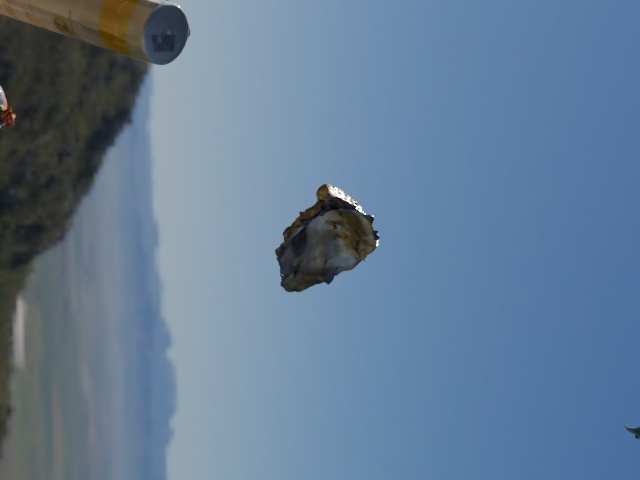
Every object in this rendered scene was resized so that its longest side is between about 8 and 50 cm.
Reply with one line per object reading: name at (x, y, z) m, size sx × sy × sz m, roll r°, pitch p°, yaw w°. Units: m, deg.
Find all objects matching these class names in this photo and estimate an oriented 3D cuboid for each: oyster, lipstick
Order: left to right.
lipstick at (-0.231, -0.217, 1.310) m, size 0.264 × 0.059 × 0.059 m, roll 21°, pitch -59°, yaw 37°
oyster at (0.005, -0.007, 1.322) m, size 0.148 × 0.103 × 0.051 m, roll 116°, pitch -41°, yaw -58°

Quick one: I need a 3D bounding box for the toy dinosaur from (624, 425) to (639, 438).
toy dinosaur at (0.365, 0.200, 1.515) m, size 0.047 × 0.083 × 0.031 m, roll -35°, pitch -119°, yaw 47°

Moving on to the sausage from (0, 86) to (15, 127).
sausage at (-0.382, -0.140, 1.324) m, size 0.071 × 0.234 × 0.071 m, roll -47°, pitch 145°, yaw -49°
